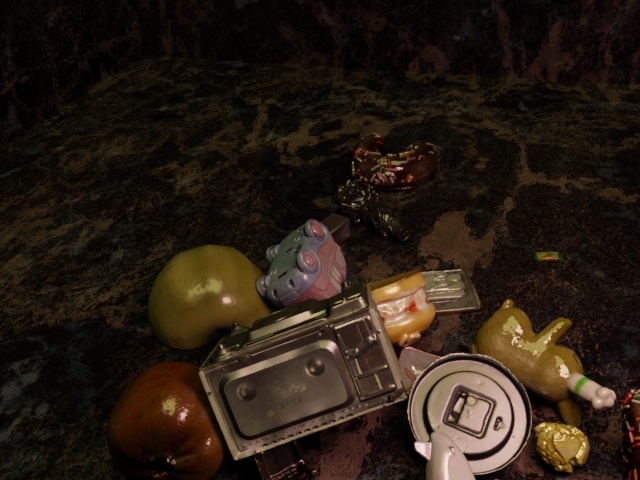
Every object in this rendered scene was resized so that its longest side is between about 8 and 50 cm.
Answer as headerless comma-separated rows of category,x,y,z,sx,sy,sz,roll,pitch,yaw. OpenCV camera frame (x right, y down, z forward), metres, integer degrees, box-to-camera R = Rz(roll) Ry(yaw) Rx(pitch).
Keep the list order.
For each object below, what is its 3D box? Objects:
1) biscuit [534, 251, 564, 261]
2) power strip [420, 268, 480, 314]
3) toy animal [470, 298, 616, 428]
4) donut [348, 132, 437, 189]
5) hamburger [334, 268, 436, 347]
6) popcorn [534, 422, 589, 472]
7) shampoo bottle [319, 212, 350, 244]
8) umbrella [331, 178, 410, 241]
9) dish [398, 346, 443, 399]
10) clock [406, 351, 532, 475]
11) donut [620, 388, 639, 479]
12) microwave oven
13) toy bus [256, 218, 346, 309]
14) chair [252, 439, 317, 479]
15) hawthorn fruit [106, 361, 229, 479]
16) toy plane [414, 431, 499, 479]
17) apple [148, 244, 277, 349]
biscuit,0.720,0.051,2.167,0.089,0.016,0.046,0,34,6
power strip,0.356,0.137,2.036,0.213,0.064,0.198,-7,32,-3
toy animal,0.556,0.303,1.670,0.363,0.181,0.180,29,50,35
donut,0.259,-0.303,2.646,0.345,0.136,0.259,14,35,28
hamburger,0.152,0.204,1.812,0.303,0.186,0.261,-16,-2,-9
popcorn,0.533,0.458,1.514,0.116,0.121,0.106,-11,65,36
shampoo bottle,0.000,0.000,2.265,0.079,0.080,0.246,20,41,33
umbrella,0.164,-0.100,2.363,0.154,0.128,0.336,-16,38,-20
dish,0.289,0.358,1.704,0.213,0.077,0.151,10,38,19
clock,0.337,0.394,1.561,0.281,0.055,0.280,-3,61,5
donut,0.675,0.431,1.399,0.103,0.269,0.269,-5,32,19
microwave oven,-0.037,0.269,1.560,0.395,0.247,0.333,-21,3,4
toy bus,-0.030,0.100,2.006,0.197,0.232,0.294,-35,26,31
chair,-0.107,0.487,1.563,0.106,0.113,0.229,-19,-1,-21
hawthorn fruit,-0.332,0.399,1.543,0.268,0.267,0.300,-5,28,0
toy plane,0.265,0.515,1.398,0.252,0.118,0.252,10,55,-14
apple,-0.334,0.164,2.054,0.320,0.311,0.360,30,18,-34
